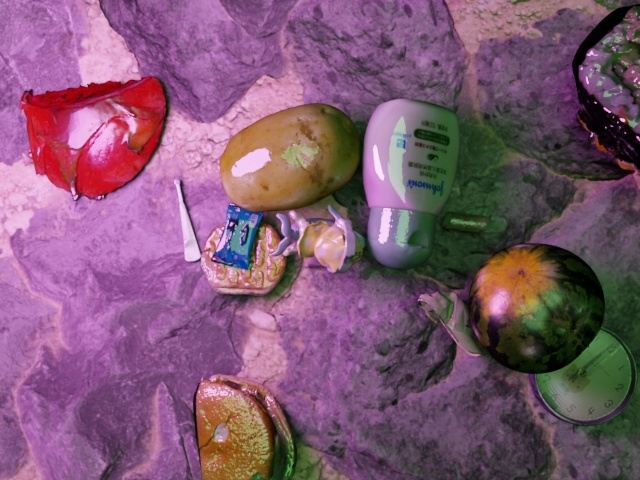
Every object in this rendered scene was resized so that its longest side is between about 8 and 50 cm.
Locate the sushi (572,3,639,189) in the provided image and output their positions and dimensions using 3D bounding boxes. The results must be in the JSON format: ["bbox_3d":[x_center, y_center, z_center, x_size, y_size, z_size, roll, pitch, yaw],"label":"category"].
[{"bbox_3d":[0.684,-0.285,1.315,0.328,0.285,0.329,-46,65,-6],"label":"sushi"}]

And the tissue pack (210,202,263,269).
[{"bbox_3d":[-0.182,-0.010,1.404,0.085,0.028,0.138,15,89,4],"label":"tissue pack"}]

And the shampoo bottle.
[{"bbox_3d":[0.183,-0.111,1.366,0.222,0.151,0.349,10,88,-29],"label":"shampoo bottle"}]

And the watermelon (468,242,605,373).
[{"bbox_3d":[0.428,0.135,1.301,0.269,0.269,0.269,0,87,2],"label":"watermelon"}]

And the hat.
[{"bbox_3d":[0.290,0.175,1.370,0.081,0.122,0.166,-39,64,8],"label":"hat"}]

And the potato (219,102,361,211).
[{"bbox_3d":[-0.063,-0.174,1.363,0.304,0.216,0.216,-12,87,-1],"label":"potato"}]

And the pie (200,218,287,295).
[{"bbox_3d":[-0.170,0.035,1.435,0.195,0.046,0.195,0,89,2],"label":"pie"}]

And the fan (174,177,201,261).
[{"bbox_3d":[-0.305,-0.047,1.460,0.038,0.016,0.193,-11,88,-1],"label":"fan"}]

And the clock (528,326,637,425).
[{"bbox_3d":[0.568,0.288,1.389,0.226,0.049,0.226,0,88,3],"label":"clock"}]

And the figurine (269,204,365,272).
[{"bbox_3d":[0.000,0.000,1.365,0.208,0.184,0.128,2,109,-23],"label":"figurine"}]

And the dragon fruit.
[{"bbox_3d":[-0.512,-0.232,1.441,0.343,0.100,0.282,-9,91,3],"label":"dragon fruit"}]

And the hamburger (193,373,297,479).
[{"bbox_3d":[-0.152,0.419,1.353,0.192,0.167,0.288,-6,87,3],"label":"hamburger"}]

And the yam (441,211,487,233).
[{"bbox_3d":[0.318,-0.039,1.419,0.094,0.043,0.043,9,88,2],"label":"yam"}]
